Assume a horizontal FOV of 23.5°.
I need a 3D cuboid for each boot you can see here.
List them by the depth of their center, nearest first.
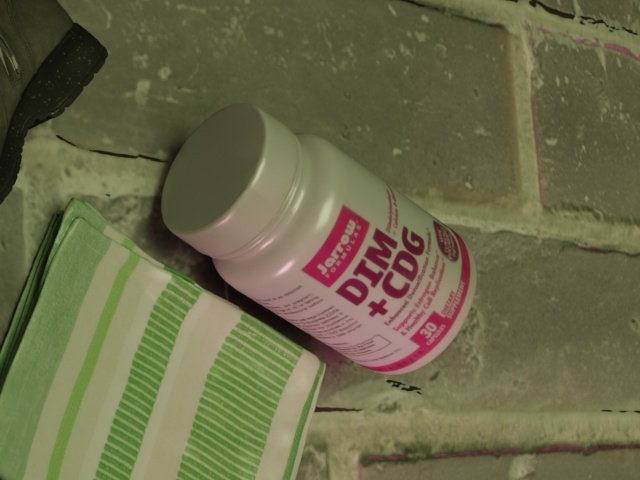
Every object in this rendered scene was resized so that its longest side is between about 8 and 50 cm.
[{"bbox_3d":[-0.321,-0.128,1.170,0.222,0.118,0.338,49,39,-22],"label":"boot"}]

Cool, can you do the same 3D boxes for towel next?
[{"bbox_3d":[-0.135,0.141,1.336,0.325,0.038,0.247,36,58,-35],"label":"towel"}]

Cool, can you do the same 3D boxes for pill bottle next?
[{"bbox_3d":[0.000,0.000,1.421,0.283,0.160,0.160,33,58,-36],"label":"pill bottle"}]
